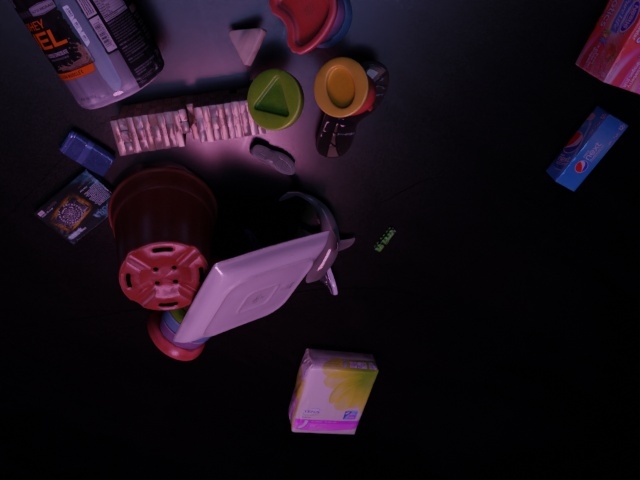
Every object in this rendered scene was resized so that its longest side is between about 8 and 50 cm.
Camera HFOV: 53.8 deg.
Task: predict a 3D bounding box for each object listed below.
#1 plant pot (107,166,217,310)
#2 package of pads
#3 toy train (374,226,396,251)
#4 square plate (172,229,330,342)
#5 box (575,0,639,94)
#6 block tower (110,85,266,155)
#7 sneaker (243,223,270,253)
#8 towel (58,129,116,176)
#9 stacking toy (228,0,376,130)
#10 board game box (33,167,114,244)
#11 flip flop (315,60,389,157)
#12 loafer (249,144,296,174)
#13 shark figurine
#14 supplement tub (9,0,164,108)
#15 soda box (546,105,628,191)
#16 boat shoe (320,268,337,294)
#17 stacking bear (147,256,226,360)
[{"bbox_3d":[-0.371,0.008,1.504,0.272,0.265,0.272,-8,128,-10],"label":"plant pot"},{"bbox_3d":[0.029,0.476,1.978,0.229,0.101,0.296,8,120,-15],"label":"package of pads"},{"bbox_3d":[0.179,-0.003,1.745,0.023,0.017,0.083,23,116,-32],"label":"toy train"},{"bbox_3d":[-0.163,0.124,1.554,0.344,0.049,0.347,-16,154,-40],"label":"square plate"},{"bbox_3d":[0.747,-0.500,1.438,0.154,0.142,0.300,13,119,-17],"label":"box"},{"bbox_3d":[-0.301,-0.278,1.454,0.335,0.097,0.091,-10,123,-5],"label":"block tower"},{"bbox_3d":[-0.172,0.056,1.694,0.087,0.083,0.221,-11,121,5],"label":"sneaker"},{"bbox_3d":[-0.552,-0.208,1.497,0.119,0.029,0.067,34,112,-25],"label":"towel"},{"bbox_3d":[-0.030,-0.386,1.376,0.279,0.130,0.309,-18,88,26],"label":"stacking toy"},{"bbox_3d":[-0.598,-0.085,1.570,0.186,0.026,0.126,-35,121,13],"label":"board game box"},{"bbox_3d":[0.067,-0.315,1.500,0.112,0.080,0.277,15,134,-15],"label":"flip flop"},{"bbox_3d":[-0.119,-0.202,1.566,0.125,0.039,0.045,27,82,-26],"label":"loafer"},{"bbox_3d":[0.010,-0.027,1.637,0.166,0.116,0.278,-20,112,-8],"label":"shark figurine"},{"bbox_3d":[-0.476,-0.452,1.248,0.207,0.207,0.338,-23,122,6],"label":"supplement tub"},{"bbox_3d":[0.689,-0.238,1.641,0.071,0.067,0.210,23,116,-21],"label":"soda box"},{"bbox_3d":[0.013,0.094,1.765,0.040,0.049,0.142,-18,116,0],"label":"boat shoe"},{"bbox_3d":[-0.324,0.168,1.702,0.175,0.164,0.289,27,110,-23],"label":"stacking bear"}]
